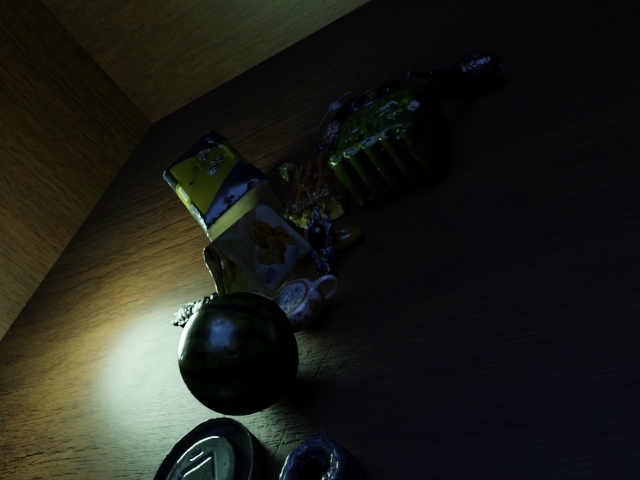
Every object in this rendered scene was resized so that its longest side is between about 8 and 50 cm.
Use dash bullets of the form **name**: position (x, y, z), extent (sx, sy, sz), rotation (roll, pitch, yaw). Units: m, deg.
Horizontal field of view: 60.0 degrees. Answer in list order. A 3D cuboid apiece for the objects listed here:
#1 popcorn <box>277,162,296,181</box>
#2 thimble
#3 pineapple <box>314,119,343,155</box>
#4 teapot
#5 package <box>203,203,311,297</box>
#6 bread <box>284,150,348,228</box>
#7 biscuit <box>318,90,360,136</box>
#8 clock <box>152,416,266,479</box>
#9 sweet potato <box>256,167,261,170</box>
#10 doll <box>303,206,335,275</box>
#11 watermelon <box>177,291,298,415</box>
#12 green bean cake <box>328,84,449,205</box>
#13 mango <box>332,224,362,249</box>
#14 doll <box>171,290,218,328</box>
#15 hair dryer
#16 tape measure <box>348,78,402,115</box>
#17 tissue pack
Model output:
- **popcorn**: position (-0.124, -0.258, 2.079), extent (0.068, 0.059, 0.083), rotation (-28, 42, 19)
- **thimble**: position (0.004, 0.450, 1.037), extent (0.150, 0.098, 0.150), rotation (-28, 33, 20)
- **pineapple**: position (0.027, -0.332, 1.986), extent (0.198, 0.108, 0.108), rotation (-53, 32, 3)
- **teapot**: position (-0.054, 0.164, 1.440), extent (0.245, 0.116, 0.159), rotation (-36, 18, 11)
- **package**: position (-0.196, 0.061, 1.584), extent (0.165, 0.221, 0.311), rotation (-47, 3, 31)
- **bread**: position (-0.008, -0.170, 1.803), extent (0.184, 0.114, 0.275), rotation (-24, 33, 23)
- **biscuit**: position (0.061, -0.473, 2.066), extent (0.208, 0.049, 0.181), rotation (-47, -7, 21)
- **clock**: position (-0.255, 0.544, 1.219), extent (0.312, 0.061, 0.313), rotation (-27, 34, 20)
- **sweet potato**: position (-0.324, -0.159, 2.130), extent (0.106, 0.095, 0.355), rotation (4, 49, 13)
- **doll**: position (0.000, 0.000, 1.545), extent (0.095, 0.070, 0.195), rotation (-13, 81, 32)
- **watermelon**: position (-0.186, 0.262, 1.288), extent (0.285, 0.285, 0.285), rotation (-27, 34, 20)
- **green bean cake**: position (0.198, -0.297, 1.651), extent (0.334, 0.218, 0.319), rotation (-20, 37, 25)
- **mango**: position (0.066, -0.009, 1.583), extent (0.114, 0.057, 0.079), rotation (-12, 37, 25)
- **doll**: position (-0.385, 0.224, 1.747), extent (0.219, 0.067, 0.091), rotation (-24, 38, 34)
- **hair dryer**: position (0.351, -0.500, 1.704), extent (0.359, 0.120, 0.303), rotation (-13, 5, -41)
- **tape measure**: position (0.199, -0.473, 1.966), extent (0.186, 0.112, 0.199), rotation (-14, 34, 24)
- **tissue pack**: position (-0.321, -0.156, 1.893), extent (0.264, 0.253, 0.416), rotation (-40, 47, -5)
